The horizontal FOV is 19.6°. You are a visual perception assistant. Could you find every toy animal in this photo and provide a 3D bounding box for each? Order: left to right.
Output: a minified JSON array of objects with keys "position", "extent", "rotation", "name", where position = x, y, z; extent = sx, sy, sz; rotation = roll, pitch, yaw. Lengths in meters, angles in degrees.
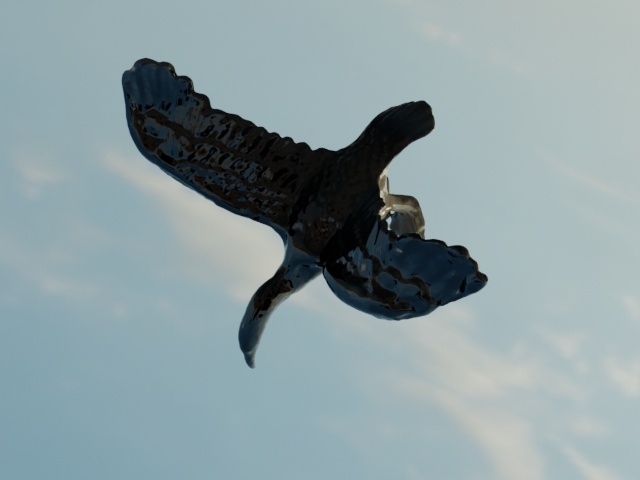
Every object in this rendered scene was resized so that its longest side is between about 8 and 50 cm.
[{"position":[0.009,0.000,1.232],"extent":[0.272,0.197,0.160],"rotation":[34,-140,29],"name":"toy animal"}]
